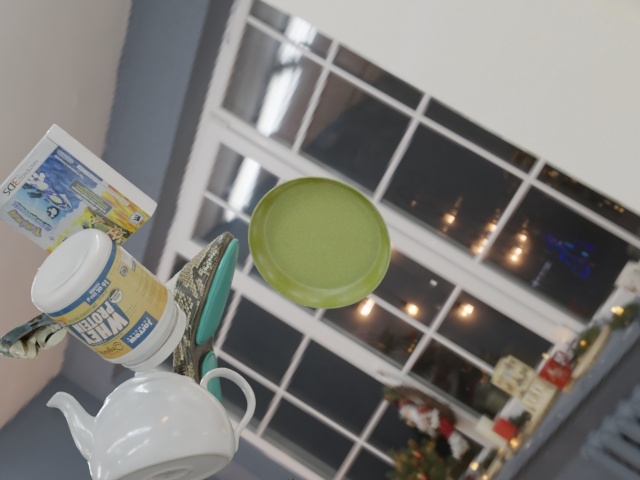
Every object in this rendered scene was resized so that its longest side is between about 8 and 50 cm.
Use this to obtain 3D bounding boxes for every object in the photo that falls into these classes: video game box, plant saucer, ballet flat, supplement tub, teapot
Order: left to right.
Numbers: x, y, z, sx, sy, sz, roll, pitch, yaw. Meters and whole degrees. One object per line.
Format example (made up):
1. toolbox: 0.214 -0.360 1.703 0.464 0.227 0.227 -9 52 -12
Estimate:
1. ballet flat: -0.497 0.171 1.515 0.188 0.070 0.070 -34 1 22
2. video game box: -0.400 -0.057 1.389 0.187 0.205 0.048 -39 22 29
3. supplement tub: -0.311 0.093 1.294 0.144 0.199 0.144 -28 36 23
4. teapot: -0.264 0.299 1.430 0.253 0.187 0.256 -24 -27 13
5. ballet flat: -0.283 0.209 1.800 0.164 0.182 0.482 -45 -37 -73
6. plant saucer: 0.000 0.000 1.443 0.240 0.241 0.037 -63 0 27

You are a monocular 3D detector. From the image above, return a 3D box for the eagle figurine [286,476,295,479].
1. eagle figurine: -0.017 0.574 1.410 0.298 0.225 0.226 -103 12 -57
